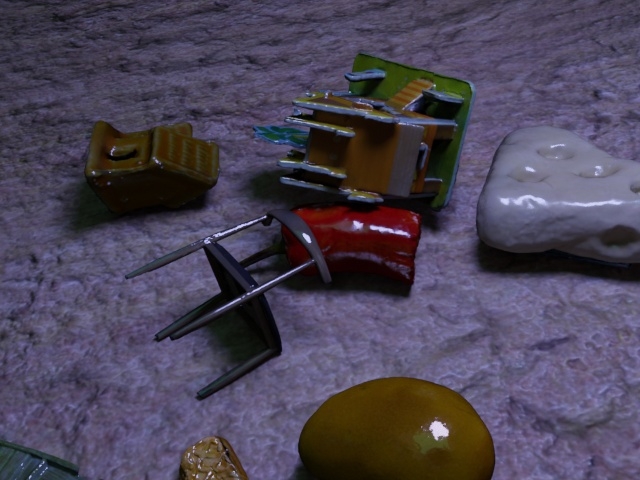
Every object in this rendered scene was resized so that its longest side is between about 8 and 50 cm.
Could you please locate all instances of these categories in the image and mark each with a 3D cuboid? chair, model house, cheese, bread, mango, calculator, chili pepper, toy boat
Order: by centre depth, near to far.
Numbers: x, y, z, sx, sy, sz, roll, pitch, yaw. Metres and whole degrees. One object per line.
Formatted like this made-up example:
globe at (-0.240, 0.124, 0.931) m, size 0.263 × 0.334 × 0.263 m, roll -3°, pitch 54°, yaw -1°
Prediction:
mango at (0.102, 0.258, 0.960) m, size 0.254 × 0.139 × 0.175 m, roll 11°, pitch 38°, yaw 28°
bread at (-0.147, 0.318, 0.998) m, size 0.083 × 0.044 × 0.110 m, roll -25°, pitch 48°, yaw -17°
toy boat at (-0.385, 0.337, 1.003) m, size 0.293 × 0.055 × 0.093 m, roll 14°, pitch 47°, yaw 21°
chair at (-0.129, 0.085, 1.158) m, size 0.272 × 0.166 × 0.188 m, roll -32°, pitch 47°, yaw -18°
chili pepper at (0.001, -0.005, 1.261) m, size 0.338 × 0.131 × 0.134 m, roll 3°, pitch 47°, yaw 11°
calculator at (0.444, 0.014, 1.264) m, size 0.172 × 0.018 × 0.057 m, roll 9°, pitch 43°, yaw 18°
cheese at (0.455, -0.100, 1.293) m, size 0.351 × 0.129 × 0.328 m, roll 3°, pitch 35°, yaw 11°
model house at (0.031, -0.212, 1.300) m, size 0.313 × 0.242 × 0.358 m, roll -1°, pitch 24°, yaw -37°
model house at (-0.320, -0.169, 1.457) m, size 0.239 × 0.173 × 0.268 m, roll -9°, pitch 45°, yaw 0°
